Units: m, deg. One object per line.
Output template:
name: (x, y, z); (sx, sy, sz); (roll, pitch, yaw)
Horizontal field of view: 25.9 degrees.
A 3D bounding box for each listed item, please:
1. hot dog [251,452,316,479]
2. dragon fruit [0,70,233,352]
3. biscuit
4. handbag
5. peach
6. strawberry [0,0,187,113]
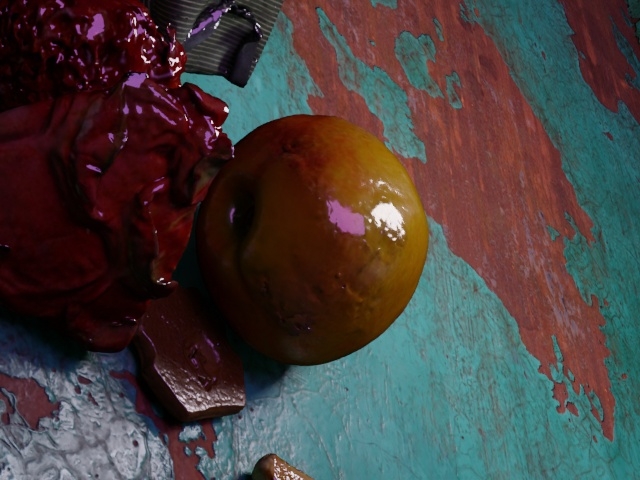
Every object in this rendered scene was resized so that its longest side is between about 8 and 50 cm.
hot dog: (0.018, 0.373, 1.838); (0.289, 0.068, 0.083); (36, 14, -28)
dragon fruit: (-0.261, -0.031, 1.532); (0.286, 0.329, 0.228); (19, 55, -50)
biscuit: (-0.180, 0.130, 1.787); (0.182, 0.034, 0.215); (2, 60, -57)
handbag: (-0.198, -0.352, 1.936); (0.341, 0.247, 0.240); (-2, 106, -63)
peach: (-0.002, 0.001, 1.916); (0.372, 0.290, 0.372); (42, 33, -35)
strawberry: (-0.303, -0.197, 1.709); (0.274, 0.274, 0.220); (31, 63, -40)
